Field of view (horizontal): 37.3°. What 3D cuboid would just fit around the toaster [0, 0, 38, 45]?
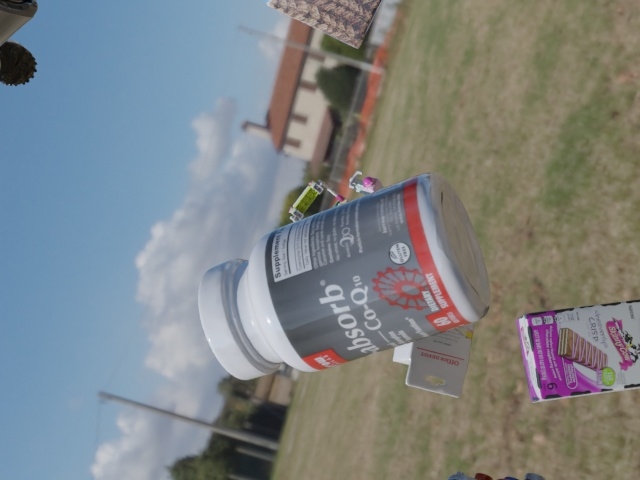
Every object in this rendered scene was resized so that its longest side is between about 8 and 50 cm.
[{"bbox_3d":[-0.502,-0.325,1.311,0.146,0.129,0.227,-38,-4,14],"label":"toaster"}]

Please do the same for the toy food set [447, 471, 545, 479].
[{"bbox_3d":[0.205,0.310,1.140,0.232,0.111,0.105,66,-141,-55],"label":"toy food set"}]

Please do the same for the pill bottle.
[{"bbox_3d":[0.031,0.061,1.304,0.210,0.363,0.210,52,-154,-39],"label":"pill bottle"}]

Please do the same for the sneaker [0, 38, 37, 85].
[{"bbox_3d":[-0.598,-0.334,1.652,0.237,0.086,0.085,14,-69,-55],"label":"sneaker"}]

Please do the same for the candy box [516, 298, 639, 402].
[{"bbox_3d":[0.490,0.200,1.724,0.071,0.233,0.159,110,153,-76],"label":"candy box"}]

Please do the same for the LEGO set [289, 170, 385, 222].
[{"bbox_3d":[0.000,0.000,1.661,0.132,0.107,0.287,5,65,46],"label":"LEGO set"}]

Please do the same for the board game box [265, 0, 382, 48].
[{"bbox_3d":[0.011,-0.433,1.335,0.232,0.141,0.291,-63,22,16],"label":"board game box"}]

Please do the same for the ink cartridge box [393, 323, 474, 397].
[{"bbox_3d":[0.194,0.160,1.615,0.067,0.115,0.198,159,125,-66],"label":"ink cartridge box"}]
